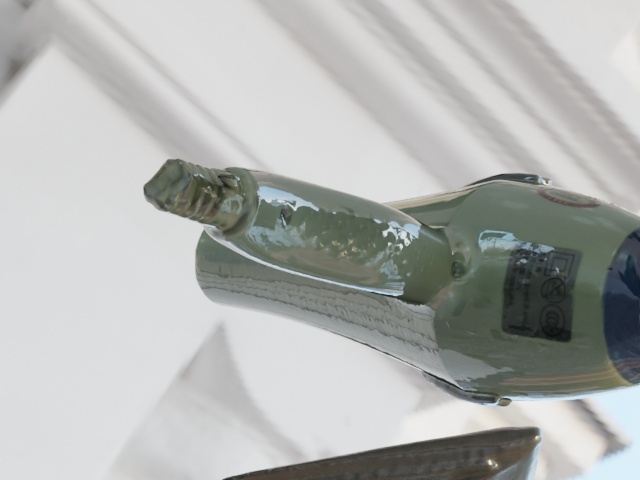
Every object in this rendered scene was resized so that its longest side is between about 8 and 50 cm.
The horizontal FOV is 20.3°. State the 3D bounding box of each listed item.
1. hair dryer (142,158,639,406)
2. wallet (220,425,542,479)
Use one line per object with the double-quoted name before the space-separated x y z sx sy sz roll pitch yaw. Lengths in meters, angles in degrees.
"hair dryer" -0.002 0.005 0.898 0.298 0.119 0.296 15 -8 -28
"wallet" 0.040 0.193 1.351 0.245 0.052 0.168 -8 -25 -7
